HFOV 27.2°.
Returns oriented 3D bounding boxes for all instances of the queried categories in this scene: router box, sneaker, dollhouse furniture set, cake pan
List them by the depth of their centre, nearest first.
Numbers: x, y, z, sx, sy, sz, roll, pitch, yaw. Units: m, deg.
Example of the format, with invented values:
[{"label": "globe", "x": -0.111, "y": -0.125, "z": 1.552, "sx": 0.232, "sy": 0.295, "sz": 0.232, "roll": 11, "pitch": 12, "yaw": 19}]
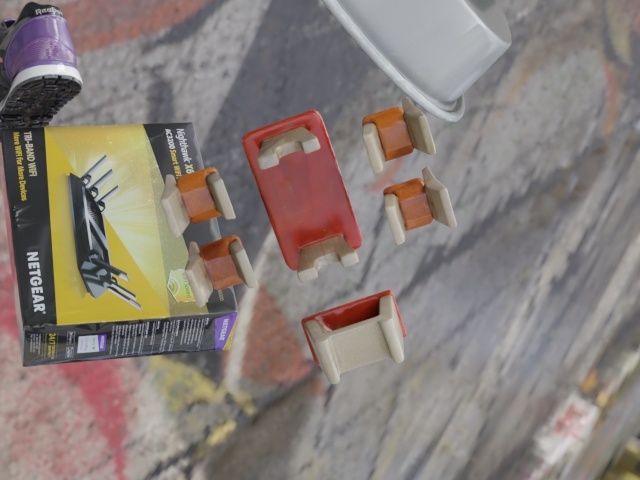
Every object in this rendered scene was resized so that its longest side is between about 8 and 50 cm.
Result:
[{"label": "cake pan", "x": 0.019, "y": -0.204, "z": 0.760, "sx": 0.054, "sy": 0.293, "sz": 0.293, "roll": -33, "pitch": 166, "yaw": 17}, {"label": "dollhouse furniture set", "x": 0.000, "y": 0.000, "z": 1.327, "sx": 0.135, "sy": 0.262, "sz": 0.259, "roll": -105, "pitch": 177, "yaw": -72}, {"label": "router box", "x": -0.247, "y": -0.004, "z": 1.576, "sx": 0.243, "sy": 0.309, "sz": 0.081, "roll": -4, "pitch": 141, "yaw": -17}, {"label": "sneaker", "x": -0.391, "y": -0.214, "z": 1.702, "sx": 0.107, "sy": 0.283, "sz": 0.124, "roll": 2, "pitch": 74, "yaw": -39}]
